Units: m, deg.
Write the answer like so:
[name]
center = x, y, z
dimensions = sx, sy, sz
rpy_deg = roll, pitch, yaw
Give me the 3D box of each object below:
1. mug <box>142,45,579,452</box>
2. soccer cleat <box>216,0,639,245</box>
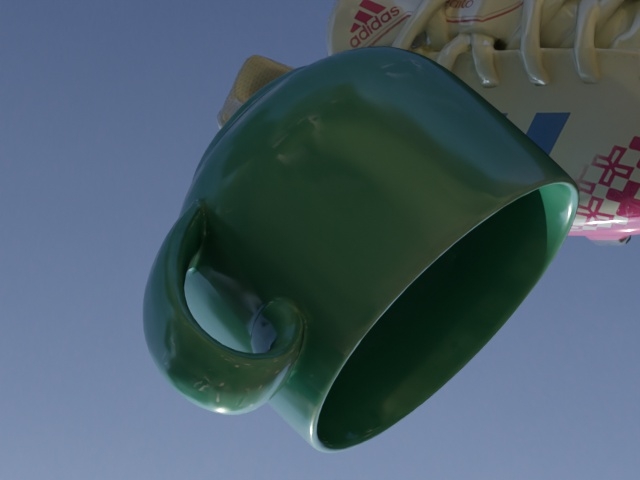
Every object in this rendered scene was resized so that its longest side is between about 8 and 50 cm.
[mug]
center = 0.007, -0.006, 0.517
dimensions = 0.097, 0.158, 0.129
rpy_deg = 45, -82, 21
[soccer cleat]
center = 0.088, -0.066, 0.627
dimensions = 0.331, 0.116, 0.143
rpy_deg = -21, -55, 42
